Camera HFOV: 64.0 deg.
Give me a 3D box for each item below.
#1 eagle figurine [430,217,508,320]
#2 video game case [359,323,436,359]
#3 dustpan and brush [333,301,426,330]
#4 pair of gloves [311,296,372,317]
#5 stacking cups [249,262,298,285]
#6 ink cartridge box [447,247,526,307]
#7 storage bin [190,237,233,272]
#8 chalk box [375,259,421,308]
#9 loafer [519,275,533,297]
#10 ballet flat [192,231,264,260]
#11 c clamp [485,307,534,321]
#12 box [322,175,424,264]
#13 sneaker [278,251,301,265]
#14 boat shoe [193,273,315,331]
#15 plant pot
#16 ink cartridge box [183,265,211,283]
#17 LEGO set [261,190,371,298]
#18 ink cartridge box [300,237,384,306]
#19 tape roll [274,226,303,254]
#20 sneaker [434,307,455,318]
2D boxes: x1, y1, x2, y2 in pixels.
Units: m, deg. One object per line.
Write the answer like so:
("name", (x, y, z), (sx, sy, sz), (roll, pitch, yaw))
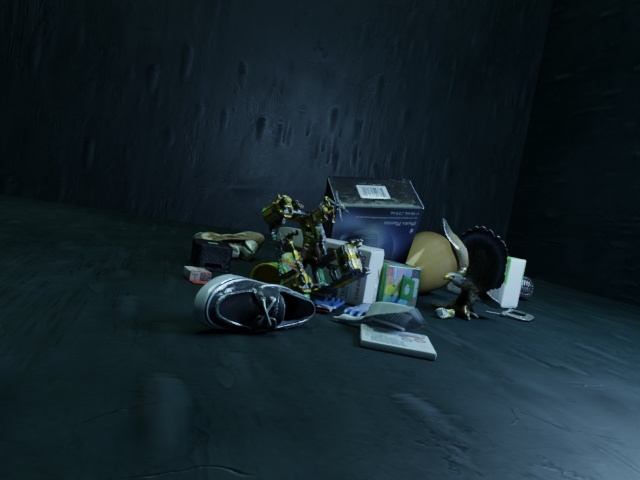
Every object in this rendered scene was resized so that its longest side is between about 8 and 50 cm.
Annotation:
("eagle figurine", (0.469, 0.094, 1.622), (0.226, 0.299, 0.225), (11, 4, 22))
("video game case", (0.164, 0.219, 1.115), (0.157, 0.019, 0.143), (10, 4, 3))
("dustpan and brush", (0.132, 0.184, 1.214), (0.211, 0.060, 0.147), (10, -21, 26))
("pair of gloves", (0.064, 0.181, 1.365), (0.198, 0.023, 0.159), (7, 5, 15))
("stacking cups", (-0.115, 0.105, 1.529), (0.095, 0.096, 0.316), (11, 3, 12))
("ink cartridge box", (0.677, 0.147, 2.104), (0.114, 0.199, 0.272), (7, 5, -37))
("storage bin", (-0.374, 0.048, 1.749), (0.121, 0.085, 0.180), (8, 5, -19))
("chalk box", (0.223, 0.137, 1.615), (0.131, 0.133, 0.213), (9, 3, -23))
("loafer", (0.797, 0.202, 2.359), (0.365, 0.134, 0.130), (19, -22, -14))
("ballet flat", (-0.343, 0.028, 2.046), (0.342, 0.116, 0.124), (5, 26, -45))
("c clamp", (0.678, 0.258, 1.808), (0.137, 0.022, 0.160), (13, 5, 37))
("box", (0.156, -0.043, 1.735), (0.296, 0.294, 0.183), (1, 40, -12))
("sneaker", (-0.058, 0.106, 1.864), (0.126, 0.091, 0.240), (31, 11, 21))
("boat shoe", (-0.119, 0.137, 1.038), (0.102, 0.108, 0.301), (11, -3, 34))
("plant pot", (0.366, 0.106, 1.940), (0.237, 0.237, 0.254), (12, 19, 31))
("ink cartridge box", (-0.348, 0.099, 1.464), (0.062, 0.029, 0.115), (8, 4, -29))
("LEGO set", (0.000, 0.000, 1.396), (0.192, 0.332, 0.254), (-29, -31, 34))
("ink cartridge box", (0.058, 0.090, 1.565), (0.237, 0.172, 0.100), (12, 6, 27))
("tape roll", (0.004, 0.048, 2.055), (0.391, 0.072, 0.392), (20, -9, 3))
("sneaker", (0.370, 0.222, 1.551), (0.083, 0.031, 0.035), (12, -12, -36))
